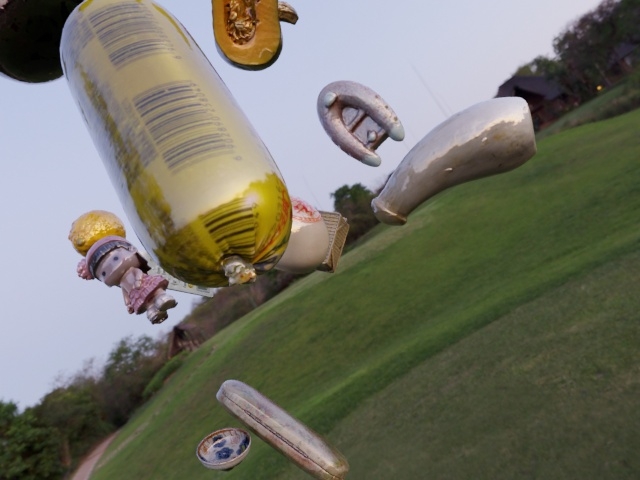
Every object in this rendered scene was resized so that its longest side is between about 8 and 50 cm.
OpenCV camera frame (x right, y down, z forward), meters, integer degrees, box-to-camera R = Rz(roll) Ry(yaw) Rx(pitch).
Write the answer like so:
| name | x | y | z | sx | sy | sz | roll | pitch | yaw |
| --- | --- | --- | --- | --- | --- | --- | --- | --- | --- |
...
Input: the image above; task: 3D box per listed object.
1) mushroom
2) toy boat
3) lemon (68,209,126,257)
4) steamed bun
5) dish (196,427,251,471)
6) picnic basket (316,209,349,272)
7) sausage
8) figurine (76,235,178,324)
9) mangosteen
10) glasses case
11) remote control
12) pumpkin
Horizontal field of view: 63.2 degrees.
| name | x | y | z | sx | sy | sz | roll | pitch | yaw |
| --- | --- | --- | --- | --- | --- | --- | --- | --- | --- |
| mushroom | 0.191 | -0.119 | 0.764 | 0.270 | 0.103 | 0.118 | -27 | -49 | 2 |
| toy boat | 0.083 | -0.283 | 1.224 | 0.155 | 0.227 | 0.085 | -47 | -9 | 19 |
| lemon | -0.619 | -0.015 | 1.445 | 0.142 | 0.142 | 0.187 | -33 | 8 | 9 |
| steamed bun | -0.084 | -0.031 | 1.159 | 0.145 | 0.232 | 0.232 | -68 | -15 | 13 |
| dish | -0.245 | 0.565 | 1.359 | 0.141 | 0.078 | 0.141 | -8 | 17 | 2 |
| picnic basket | 0.000 | 0.000 | 1.418 | 0.115 | 0.164 | 0.079 | 9 | -17 | 25 |
| sausage | -0.130 | -0.096 | 0.443 | 0.123 | 0.347 | 0.123 | -25 | -28 | -14 |
| figurine | -0.229 | 0.049 | 0.624 | 0.072 | 0.129 | 0.054 | -53 | -11 | 13 |
| mangosteen | -0.854 | -0.652 | 1.447 | 0.382 | 0.382 | 0.435 | -35 | -49 | 27 |
| glasses case | -0.109 | 0.532 | 1.456 | 0.098 | 0.425 | 0.156 | -57 | -14 | -5 |
| remote control | -0.457 | 0.112 | 1.629 | 0.051 | 0.103 | 0.293 | -21 | -26 | 34 |
| pumpkin | -0.167 | -0.607 | 1.357 | 0.222 | 0.317 | 0.139 | 2 | 18 | -1 |
